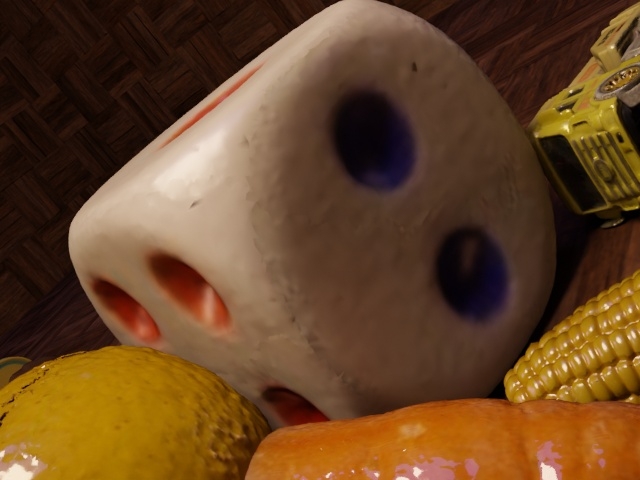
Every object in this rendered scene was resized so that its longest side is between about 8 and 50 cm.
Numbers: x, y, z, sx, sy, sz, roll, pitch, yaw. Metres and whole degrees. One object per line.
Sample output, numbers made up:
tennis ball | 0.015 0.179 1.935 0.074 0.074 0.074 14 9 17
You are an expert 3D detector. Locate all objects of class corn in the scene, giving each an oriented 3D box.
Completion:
corn | 0.243 0.035 0.439 0.305 0.106 0.106 -38 15 21

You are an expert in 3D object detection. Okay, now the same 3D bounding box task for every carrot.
carrot | 0.096 0.143 0.390 0.225 0.159 0.159 -21 22 24

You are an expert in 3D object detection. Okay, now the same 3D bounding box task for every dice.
dice | 0.000 0.000 0.691 0.277 0.304 0.304 -17 27 51

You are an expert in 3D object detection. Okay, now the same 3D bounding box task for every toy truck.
toy truck | 0.292 -0.135 0.749 0.157 0.124 0.272 -18 25 50

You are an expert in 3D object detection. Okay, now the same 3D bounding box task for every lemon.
lemon | -0.148 0.209 0.529 0.258 0.258 0.310 -33 10 19

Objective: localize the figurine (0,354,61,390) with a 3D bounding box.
figurine | -0.434 0.249 1.235 0.275 0.158 0.161 -17 36 54
